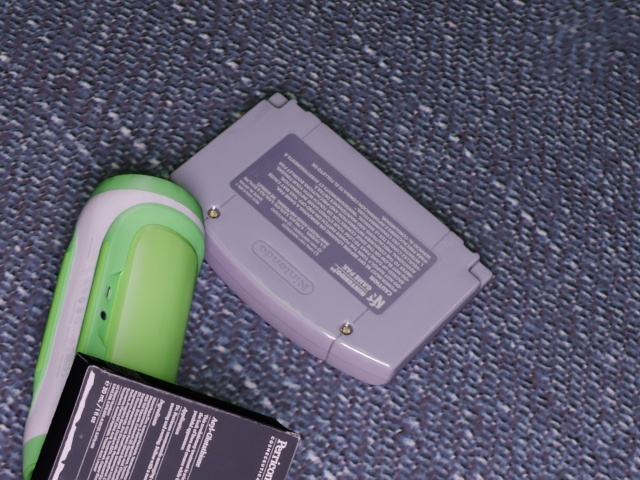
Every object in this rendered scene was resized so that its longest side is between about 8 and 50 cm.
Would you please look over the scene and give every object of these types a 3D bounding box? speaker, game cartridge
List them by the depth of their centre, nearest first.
[{"bbox_3d":[-0.183,0.090,1.514,0.131,0.131,0.296,13,57,-6],"label":"speaker"},{"bbox_3d":[0.000,0.000,1.659,0.297,0.062,0.198,41,63,13],"label":"game cartridge"}]

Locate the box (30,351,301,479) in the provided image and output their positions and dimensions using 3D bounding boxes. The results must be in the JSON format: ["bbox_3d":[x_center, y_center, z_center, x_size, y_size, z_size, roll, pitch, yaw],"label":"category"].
[{"bbox_3d":[-0.151,0.245,1.352,0.184,0.103,0.261,21,88,-13],"label":"box"}]
